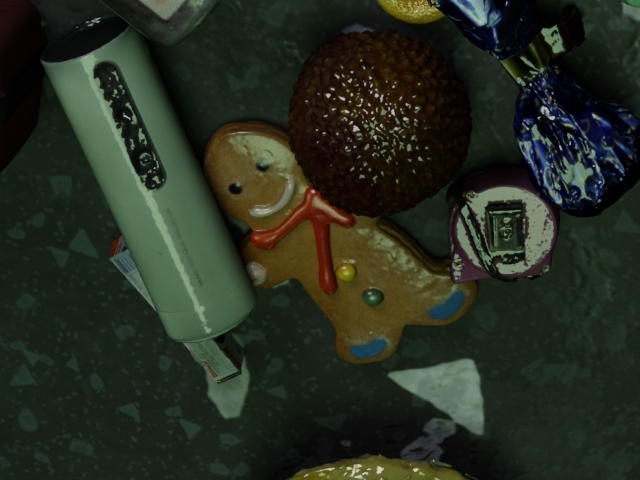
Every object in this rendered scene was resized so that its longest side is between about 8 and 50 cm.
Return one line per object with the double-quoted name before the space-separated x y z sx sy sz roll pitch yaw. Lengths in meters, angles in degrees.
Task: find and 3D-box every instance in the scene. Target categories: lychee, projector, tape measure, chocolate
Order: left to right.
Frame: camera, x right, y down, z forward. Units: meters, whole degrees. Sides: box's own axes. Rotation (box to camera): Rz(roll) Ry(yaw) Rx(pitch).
"projector" -0.172 -0.061 1.986 0.108 0.108 0.337 -15 114 17
"lychee" 0.061 -0.112 1.897 0.194 0.194 0.194 4 123 6
"tape measure" 0.187 -0.013 1.993 0.118 0.074 0.125 -6 116 7
"chocolate" 0.193 -0.187 1.859 0.126 0.148 0.343 11 141 56

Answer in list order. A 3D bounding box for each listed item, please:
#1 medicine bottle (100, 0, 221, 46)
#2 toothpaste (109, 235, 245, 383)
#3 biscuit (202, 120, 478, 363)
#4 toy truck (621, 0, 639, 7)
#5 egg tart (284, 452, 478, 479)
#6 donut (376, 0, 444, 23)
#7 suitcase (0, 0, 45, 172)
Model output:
"medicine bottle" -0.198 -0.320 1.806 0.273 0.165 0.165 38 120 -16
"toothpaste" -0.155 0.073 2.118 0.040 0.047 0.196 -30 114 21
"biscuit" 0.000 0.001 2.053 0.205 0.049 0.324 -32 111 26
"toy truck" 0.354 -0.233 1.787 0.156 0.155 0.279 -26 115 13
"egg tart" 0.070 0.352 2.211 0.341 0.132 0.341 3 121 5
"donut" 0.089 -0.254 1.878 0.097 0.043 0.108 -35 107 25
"suitcase" -0.430 -0.161 1.904 0.297 0.236 0.161 6 112 5
